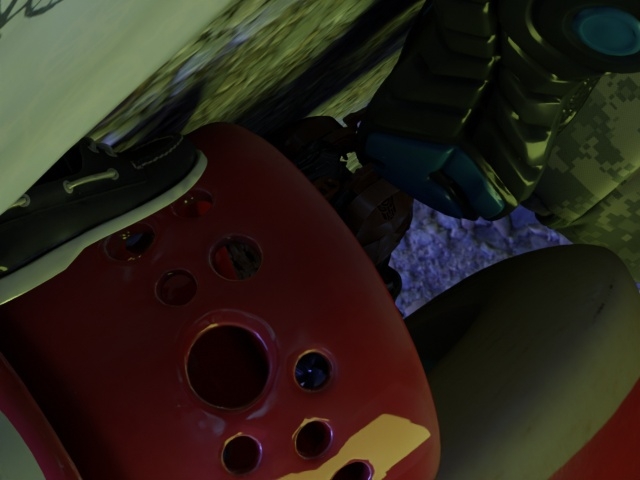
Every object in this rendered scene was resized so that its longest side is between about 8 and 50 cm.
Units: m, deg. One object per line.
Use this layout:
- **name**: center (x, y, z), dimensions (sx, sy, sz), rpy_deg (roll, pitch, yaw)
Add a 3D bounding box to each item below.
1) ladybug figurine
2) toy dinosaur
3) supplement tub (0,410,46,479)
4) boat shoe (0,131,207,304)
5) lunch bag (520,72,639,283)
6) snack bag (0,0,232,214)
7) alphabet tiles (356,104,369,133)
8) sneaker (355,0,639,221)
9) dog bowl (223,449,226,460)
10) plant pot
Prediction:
- **ladybug figurine**: center (0.045, 0.163, 1.068), dimensions (0.449, 0.162, 0.305), rpy_deg (-41, -174, -36)
- **toy dinosaur**: center (0.000, 0.000, 1.205), dimensions (0.322, 0.164, 0.218), rpy_deg (-15, 152, -21)
- **supplement tub**: center (-0.187, 0.127, 0.602), dimensions (0.144, 0.144, 0.200), rpy_deg (-40, 178, 42)
- **boat shoe**: center (-0.088, -0.016, 0.685), dimensions (0.046, 0.038, 0.125), rpy_deg (-13, -163, 46)
- **lunch bag**: center (0.258, -0.106, 1.172), dimensions (0.305, 0.256, 0.212), rpy_deg (-42, -168, 43)
- **snack bag**: center (-0.078, -0.030, 0.334), dimensions (0.342, 0.037, 0.323), rpy_deg (-41, 179, -11)
- **alphabet tiles**: center (0.122, -0.161, 1.502), dimensions (0.237, 0.009, 0.198), rpy_deg (-37, 177, -17)
- **sneaker**: center (0.115, -0.136, 0.936), dimensions (0.139, 0.125, 0.341), rpy_deg (-65, -170, -27)
- **dog bowl**: center (-0.146, 0.161, 1.042), dimensions (0.297, 0.074, 0.166), rpy_deg (-36, -175, 13)
- **plant pot**: center (-0.071, 0.069, 0.846), dimensions (0.174, 0.191, 0.191), rpy_deg (-30, 175, -17)
